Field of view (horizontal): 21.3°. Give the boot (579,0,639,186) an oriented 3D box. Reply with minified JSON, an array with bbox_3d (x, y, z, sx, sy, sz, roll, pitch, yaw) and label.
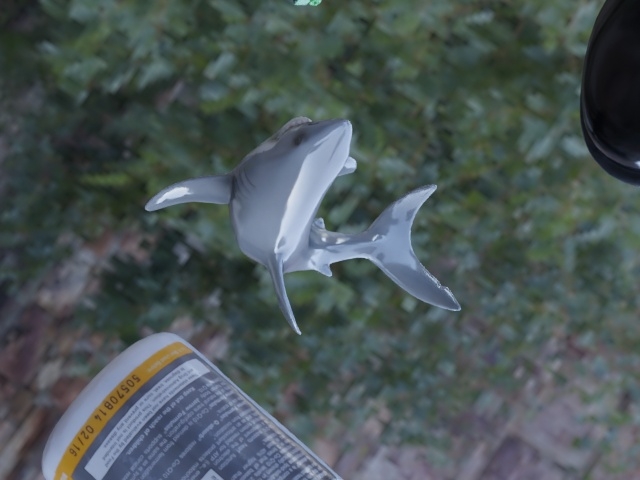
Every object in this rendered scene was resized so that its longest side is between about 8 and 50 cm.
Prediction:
[{"bbox_3d":[0.202,-0.181,0.973,0.260,0.131,0.348,-4,129,-50],"label":"boot"}]

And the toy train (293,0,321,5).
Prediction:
[{"bbox_3d":[0.003,-0.196,1.238,0.024,0.017,0.083,-4,158,-28],"label":"toy train"}]

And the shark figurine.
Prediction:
[{"bbox_3d":[-0.008,0.012,1.186,0.166,0.116,0.278,-20,160,14],"label":"shark figurine"}]

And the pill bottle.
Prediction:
[{"bbox_3d":[-0.074,0.215,1.356,0.162,0.278,0.162,-46,166,-15],"label":"pill bottle"}]
